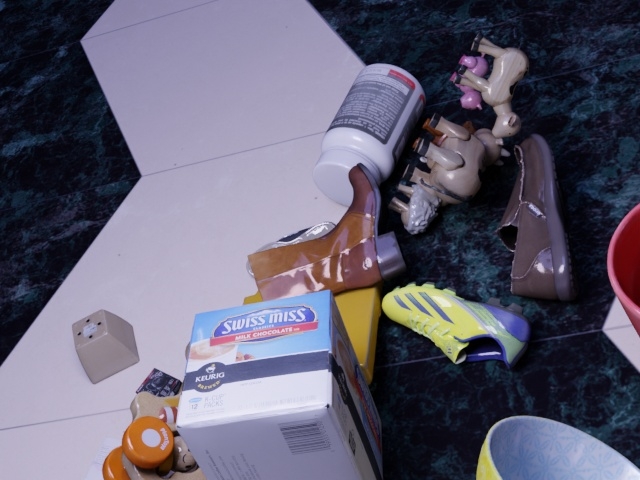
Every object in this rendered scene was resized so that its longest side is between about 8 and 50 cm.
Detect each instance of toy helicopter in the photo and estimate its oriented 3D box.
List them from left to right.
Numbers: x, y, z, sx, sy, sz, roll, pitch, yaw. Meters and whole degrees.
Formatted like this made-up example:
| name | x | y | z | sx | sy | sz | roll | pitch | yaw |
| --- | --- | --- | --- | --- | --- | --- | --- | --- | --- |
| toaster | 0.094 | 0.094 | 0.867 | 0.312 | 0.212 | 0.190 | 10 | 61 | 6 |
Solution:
| name | x | y | z | sx | sy | sz | roll | pitch | yaw |
| --- | --- | --- | --- | --- | --- | --- | --- | --- | --- |
| toy helicopter | -0.217 | 0.310 | 1.733 | 0.140 | 0.235 | 0.355 | -53 | 16 | 43 |

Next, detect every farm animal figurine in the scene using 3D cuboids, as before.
| name | x | y | z | sx | sy | sz | roll | pitch | yaw |
| --- | --- | --- | --- | --- | --- | --- | --- | --- | --- |
| farm animal figurine | 0.286 | -0.191 | 1.871 | 0.172 | 0.330 | 0.326 | 27 | 59 | 0 |

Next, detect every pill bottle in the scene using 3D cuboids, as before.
| name | x | y | z | sx | sy | sz | roll | pitch | yaw |
| --- | --- | --- | --- | --- | --- | --- | --- | --- | --- |
| pill bottle | 0.099 | -0.219 | 2.056 | 0.161 | 0.161 | 0.283 | 7 | 54 | 32 |

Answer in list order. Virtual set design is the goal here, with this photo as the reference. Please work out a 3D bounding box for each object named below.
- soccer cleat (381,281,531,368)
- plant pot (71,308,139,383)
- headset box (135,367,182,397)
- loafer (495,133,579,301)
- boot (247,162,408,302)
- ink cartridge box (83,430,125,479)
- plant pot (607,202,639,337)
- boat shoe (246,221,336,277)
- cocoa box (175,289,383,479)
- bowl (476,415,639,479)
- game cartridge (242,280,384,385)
| name | x | y | z | sx | sy | sz | roll | pitch | yaw |
| --- | --- | --- | --- | --- | --- | --- | --- | --- | --- |
| soccer cleat | 0.222 | 0.150 | 1.712 | 0.289 | 0.093 | 0.121 | 10 | 63 | 34 |
| plant pot | -0.444 | 0.204 | 1.994 | 0.109 | 0.096 | 0.109 | -27 | 43 | 3 |
| headset box | -0.311 | 0.287 | 1.898 | 0.083 | 0.032 | 0.062 | 16 | 59 | 37 |
| loafer | 0.377 | -0.048 | 1.780 | 0.130 | 0.133 | 0.365 | -12 | 47 | 17 |
| boot | 0.000 | 0.000 | 1.862 | 0.281 | 0.096 | 0.264 | -20 | 64 | 7 |
| ink cartridge box | -0.351 | 0.422 | 1.753 | 0.090 | 0.092 | 0.143 | 4 | 54 | 29 |
| plant pot | 0.582 | 0.088 | 1.477 | 0.275 | 0.243 | 0.274 | -14 | 47 | 15 |
| boat shoe | -0.053 | 0.021 | 2.004 | 0.206 | 0.075 | 0.065 | -26 | 1 | 11 |
| cocoa box | -0.048 | 0.285 | 1.522 | 0.232 | 0.347 | 0.227 | -10 | 41 | 12 |
| bowl | 0.332 | 0.396 | 1.366 | 0.289 | 0.290 | 0.156 | 47 | 123 | 45 |
| game cartridge | -0.031 | 0.171 | 1.791 | 0.286 | 0.052 | 0.323 | -13 | 27 | 16 |
